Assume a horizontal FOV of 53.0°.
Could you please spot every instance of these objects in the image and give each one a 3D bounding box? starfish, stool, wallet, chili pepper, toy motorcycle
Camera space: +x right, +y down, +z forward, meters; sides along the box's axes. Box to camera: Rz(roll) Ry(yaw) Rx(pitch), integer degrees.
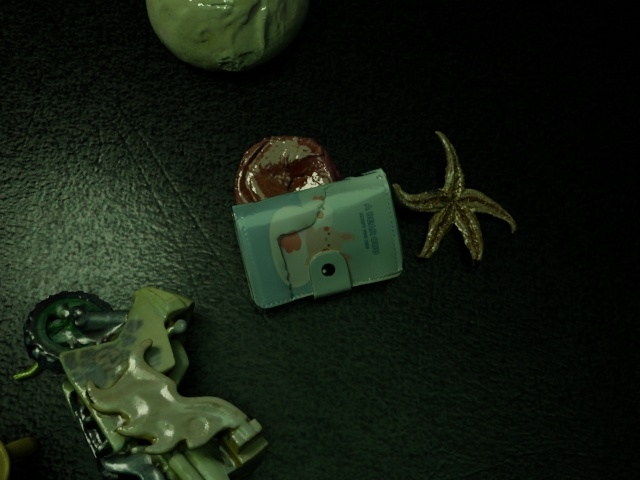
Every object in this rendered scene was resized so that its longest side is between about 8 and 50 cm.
[{"bbox_3d":[0.225,-0.065,1.080,0.213,0.057,0.238,-1,79,-13],"label":"starfish"},{"bbox_3d":[-0.468,0.317,0.887,0.134,0.110,0.135,-32,79,-13],"label":"stool"},{"bbox_3d":[0.000,0.000,1.006,0.250,0.075,0.176,-14,100,-8],"label":"wallet"},{"bbox_3d":[-0.431,0.180,0.976,0.030,0.017,0.083,25,72,11],"label":"chili pepper"},{"bbox_3d":[-0.232,0.221,0.881,0.237,0.169,0.410,-21,65,-29],"label":"toy motorcycle"}]

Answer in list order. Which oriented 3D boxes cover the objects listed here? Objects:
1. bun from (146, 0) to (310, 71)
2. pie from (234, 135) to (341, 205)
[{"bbox_3d":[-0.162,-0.432,1.083,0.283,0.179,0.283,1,73,-2],"label":"bun"},{"bbox_3d":[-0.053,-0.090,1.063,0.182,0.049,0.182,1,79,-7],"label":"pie"}]
